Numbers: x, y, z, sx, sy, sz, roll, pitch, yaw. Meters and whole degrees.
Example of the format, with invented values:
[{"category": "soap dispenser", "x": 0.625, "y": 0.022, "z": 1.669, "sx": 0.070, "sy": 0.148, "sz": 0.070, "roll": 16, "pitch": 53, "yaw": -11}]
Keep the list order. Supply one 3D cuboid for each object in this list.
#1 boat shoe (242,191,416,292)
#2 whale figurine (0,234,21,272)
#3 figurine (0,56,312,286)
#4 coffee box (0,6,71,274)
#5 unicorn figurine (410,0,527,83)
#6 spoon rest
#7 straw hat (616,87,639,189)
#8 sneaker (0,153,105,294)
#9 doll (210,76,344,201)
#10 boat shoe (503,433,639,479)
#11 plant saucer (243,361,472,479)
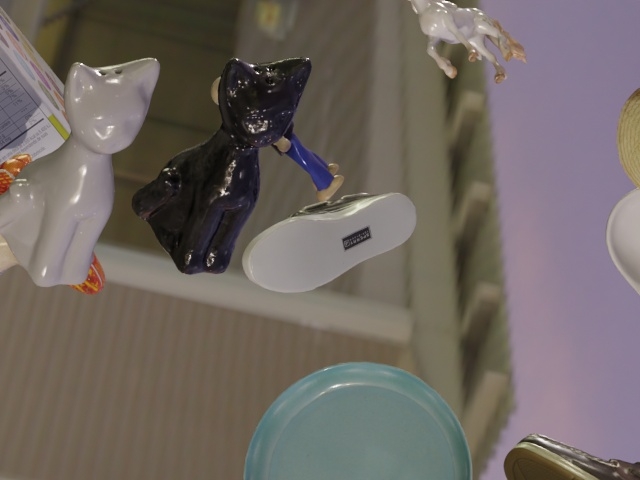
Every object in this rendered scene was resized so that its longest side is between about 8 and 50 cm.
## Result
[{"category": "boat shoe", "x": 0.000, "y": 0.000, "z": 1.881, "sx": 0.070, "sy": 0.219, "sz": 0.078, "roll": 11, "pitch": -67, "yaw": 52}, {"category": "whale figurine", "x": -0.403, "y": -0.022, "z": 2.112, "sx": 0.141, "sy": 0.272, "sz": 0.216, "roll": -32, "pitch": 120, "yaw": -54}, {"category": "figurine", "x": -0.129, "y": -0.066, "z": 1.363, "sx": 0.209, "sy": 0.214, "sz": 0.092, "roll": -58, "pitch": -132, "yaw": 42}, {"category": "coffee box", "x": -0.542, "y": -0.156, "z": 2.469, "sx": 0.338, "sy": 0.334, "sz": 0.338, "roll": -35, "pitch": -145, "yaw": 1}, {"category": "unicorn figurine", "x": 0.129, "y": -0.210, "z": 1.715, "sx": 0.060, "sy": 0.162, "sz": 0.111, "roll": -38, "pitch": -119, "yaw": 20}, {"category": "spoon rest", "x": 0.485, "y": 0.055, "z": 2.513, "sx": 0.084, "sy": 0.137, "sz": 0.276, "roll": -117, "pitch": -168, "yaw": -72}, {"category": "straw hat", "x": 0.374, "y": -0.097, "z": 1.855, "sx": 0.061, "sy": 0.144, "sz": 0.144, "roll": -55, "pitch": 164, "yaw": -63}, {"category": "sneaker", "x": -0.280, "y": -0.019, "z": 1.899, "sx": 0.064, "sy": 0.175, "sz": 0.067, "roll": -18, "pitch": -157, "yaw": 36}, {"category": "doll", "x": -0.051, "y": -0.124, "z": 2.041, "sx": 0.046, "sy": 0.189, "sz": 0.129, "roll": -43, "pitch": -157, "yaw": 10}, {"category": "boat shoe", "x": 0.258, "y": 0.219, "z": 1.452, "sx": 0.073, "sy": 0.223, "sz": 0.080, "roll": -52, "pitch": 167, "yaw": -38}, {"category": "plant saucer", "x": 0.053, "y": 0.325, "z": 2.428, "sx": 0.044, "sy": 0.317, "sz": 0.318, "roll": 50, "pitch": 49, "yaw": -70}]
